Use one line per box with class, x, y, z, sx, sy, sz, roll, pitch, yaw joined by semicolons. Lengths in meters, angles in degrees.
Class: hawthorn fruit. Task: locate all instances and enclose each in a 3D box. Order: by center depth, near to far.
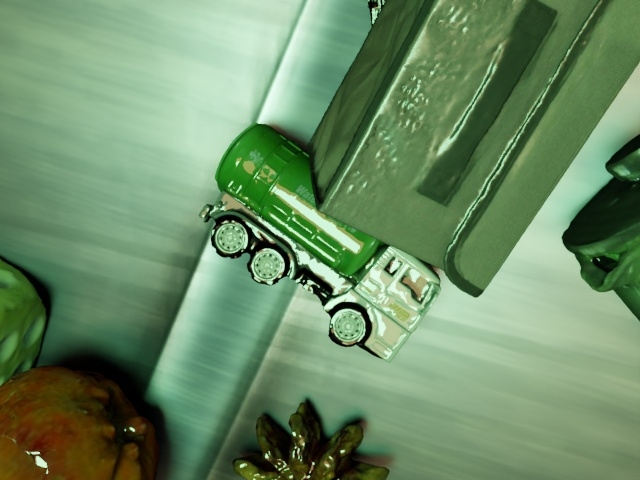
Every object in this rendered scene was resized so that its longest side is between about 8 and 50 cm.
hawthorn fruit;-0.302;0.273;0.677;0.211;0.211;0.299;43;108;-1

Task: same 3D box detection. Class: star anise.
star anise;-0.009;0.293;0.693;0.177;0.073;0.234;-3;106;16

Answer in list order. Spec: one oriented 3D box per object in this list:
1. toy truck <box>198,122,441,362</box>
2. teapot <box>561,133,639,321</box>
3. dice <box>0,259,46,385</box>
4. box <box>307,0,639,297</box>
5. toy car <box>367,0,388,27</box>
toy truck;0.000;0.000;0.607;0.242;0.101;0.125;37;96;3
teapot;0.376;0.032;0.502;0.270;0.200;0.337;-41;91;-8
dice;-0.417;0.106;0.677;0.169;0.169;0.166;25;108;4
box;0.108;-0.124;0.498;0.153;0.188;0.252;24;111;-12
toy car;0.065;-0.193;0.582;0.041;0.025;0.093;-3;111;8
